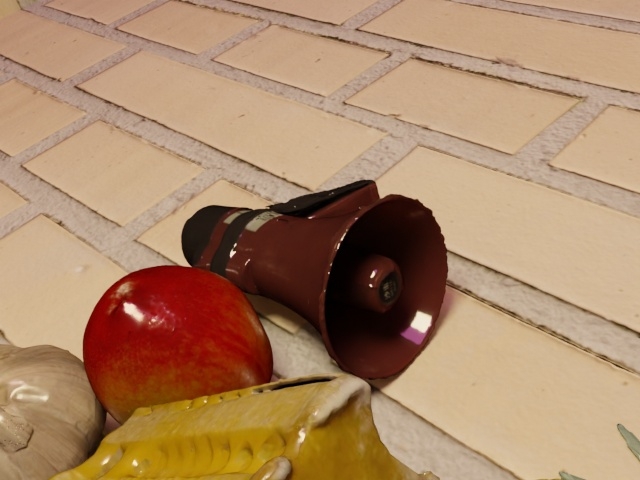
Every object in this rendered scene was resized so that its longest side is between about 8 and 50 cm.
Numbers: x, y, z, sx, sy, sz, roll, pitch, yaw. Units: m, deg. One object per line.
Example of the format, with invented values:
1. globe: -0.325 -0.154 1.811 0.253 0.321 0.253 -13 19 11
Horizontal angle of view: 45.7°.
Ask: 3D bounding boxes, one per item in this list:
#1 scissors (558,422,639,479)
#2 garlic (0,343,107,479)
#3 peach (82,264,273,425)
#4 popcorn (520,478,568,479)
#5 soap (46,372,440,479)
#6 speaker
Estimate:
1. scissors: 0.316 0.243 0.613 0.144 0.017 0.248 -30 39 -20
2. garlic: -0.333 0.195 0.771 0.228 0.152 0.228 -13 36 10
3. peach: -0.150 0.108 0.778 0.197 0.197 0.197 -9 38 7
4. popcorn: 0.118 0.278 0.517 0.286 0.174 0.225 -33 25 -6
5. soap: -0.114 0.247 0.524 0.335 0.156 0.293 -23 20 46
6. speaker: -0.004 -0.011 0.902 0.329 0.198 0.259 23 69 48
